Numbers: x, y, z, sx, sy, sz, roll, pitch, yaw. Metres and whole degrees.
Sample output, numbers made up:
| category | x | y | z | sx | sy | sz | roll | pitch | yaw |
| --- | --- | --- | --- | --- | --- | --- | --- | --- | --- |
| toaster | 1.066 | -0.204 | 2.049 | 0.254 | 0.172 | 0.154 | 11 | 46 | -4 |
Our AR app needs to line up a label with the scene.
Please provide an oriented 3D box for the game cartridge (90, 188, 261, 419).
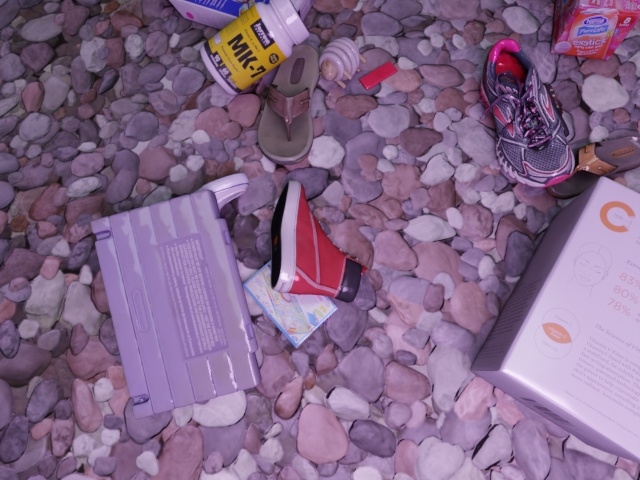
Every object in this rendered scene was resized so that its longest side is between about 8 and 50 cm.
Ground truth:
| category | x | y | z | sx | sy | sz | roll | pitch | yaw |
| --- | --- | --- | --- | --- | --- | --- | --- | --- | --- |
| game cartridge | -0.250 | 0.107 | 0.728 | 0.230 | 0.068 | 0.355 | -15 | 85 | -5 |

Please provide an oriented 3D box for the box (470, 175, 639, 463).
| category | x | y | z | sx | sy | sz | roll | pitch | yaw |
| --- | --- | --- | --- | --- | --- | --- | --- | --- | --- |
| box | 0.430 | 0.115 | 0.641 | 0.215 | 0.168 | 0.345 | 32 | 78 | 14 |

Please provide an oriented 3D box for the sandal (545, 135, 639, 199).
| category | x | y | z | sx | sy | sz | roll | pitch | yaw |
| --- | --- | --- | --- | --- | --- | --- | --- | --- | --- |
| sandal | 0.525 | -0.148 | 0.773 | 0.219 | 0.060 | 0.090 | -18 | 72 | 0 |

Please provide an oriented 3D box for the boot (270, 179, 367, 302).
| category | x | y | z | sx | sy | sz | roll | pitch | yaw |
| --- | --- | --- | --- | --- | --- | --- | --- | --- | --- |
| boot | 0.000 | 0.000 | 0.770 | 0.176 | 0.088 | 0.244 | 12 | 51 | -20 |

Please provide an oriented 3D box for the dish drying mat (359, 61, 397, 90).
| category | x | y | z | sx | sy | sz | roll | pitch | yaw |
| --- | --- | --- | --- | --- | --- | --- | --- | --- | --- |
| dish drying mat | 0.127 | -0.363 | 0.903 | 0.083 | 0.008 | 0.032 | -33 | 73 | -7 |

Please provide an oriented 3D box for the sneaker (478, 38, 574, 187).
| category | x | y | z | sx | sy | sz | roll | pitch | yaw |
| --- | --- | --- | --- | --- | --- | --- | --- | --- | --- |
| sneaker | 0.377 | -0.237 | 0.775 | 0.120 | 0.112 | 0.299 | -22 | 70 | 13 |

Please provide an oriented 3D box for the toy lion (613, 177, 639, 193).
| category | x | y | z | sx | sy | sz | roll | pitch | yaw |
| --- | --- | --- | --- | --- | --- | --- | --- | --- | --- |
| toy lion | 0.561 | -0.060 | 0.760 | 0.100 | 0.034 | 0.096 | 22 | 82 | 11 |

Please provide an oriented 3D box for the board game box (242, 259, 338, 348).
| category | x | y | z | sx | sy | sz | roll | pitch | yaw |
| --- | --- | --- | --- | --- | --- | --- | --- | --- | --- |
| board game box | -0.056 | 0.106 | 0.759 | 0.103 | 0.026 | 0.154 | -42 | 74 | -8 |

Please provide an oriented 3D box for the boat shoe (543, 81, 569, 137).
| category | x | y | z | sx | sy | sz | roll | pitch | yaw |
| --- | --- | --- | --- | --- | --- | --- | --- | --- | --- |
| boat shoe | 0.465 | -0.261 | 0.820 | 0.042 | 0.049 | 0.133 | -18 | 67 | 7 |

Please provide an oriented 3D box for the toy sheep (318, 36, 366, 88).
| category | x | y | z | sx | sy | sz | roll | pitch | yaw |
| --- | --- | --- | --- | --- | --- | --- | --- | --- | --- |
| toy sheep | 0.046 | -0.388 | 0.880 | 0.091 | 0.091 | 0.132 | 30 | 63 | 13 |

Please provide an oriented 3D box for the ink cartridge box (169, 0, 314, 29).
| category | x | y | z | sx | sy | sz | roll | pitch | yaw |
| --- | --- | --- | --- | --- | --- | --- | --- | --- | --- |
| ink cartridge box | -0.209 | -0.588 | 0.974 | 0.370 | 0.069 | 0.176 | 23 | 77 | 9 |

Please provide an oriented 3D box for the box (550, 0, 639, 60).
| category | x | y | z | sx | sy | sz | roll | pitch | yaw |
| --- | --- | --- | --- | --- | --- | --- | --- | --- | --- |
| box | 0.577 | -0.526 | 0.855 | 0.122 | 0.128 | 0.257 | 12 | 73 | 9 |

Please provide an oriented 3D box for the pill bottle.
| category | x | y | z | sx | sy | sz | roll | pitch | yaw |
| --- | --- | --- | --- | --- | --- | --- | --- | --- | --- |
| pill bottle | -0.134 | -0.410 | 0.853 | 0.208 | 0.119 | 0.119 | -30 | 71 | 15 |

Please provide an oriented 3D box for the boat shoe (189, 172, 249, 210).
| category | x | y | z | sx | sy | sz | roll | pitch | yaw |
| --- | --- | --- | --- | --- | --- | --- | --- | --- | --- |
| boat shoe | -0.233 | -0.053 | 0.807 | 0.226 | 0.083 | 0.076 | -26 | 88 | 5 |

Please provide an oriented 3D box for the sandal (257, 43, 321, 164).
| category | x | y | z | sx | sy | sz | roll | pitch | yaw |
| --- | --- | --- | --- | --- | --- | --- | --- | --- | --- |
| sandal | -0.068 | -0.297 | 0.857 | 0.120 | 0.086 | 0.303 | 4 | 73 | 6 |
